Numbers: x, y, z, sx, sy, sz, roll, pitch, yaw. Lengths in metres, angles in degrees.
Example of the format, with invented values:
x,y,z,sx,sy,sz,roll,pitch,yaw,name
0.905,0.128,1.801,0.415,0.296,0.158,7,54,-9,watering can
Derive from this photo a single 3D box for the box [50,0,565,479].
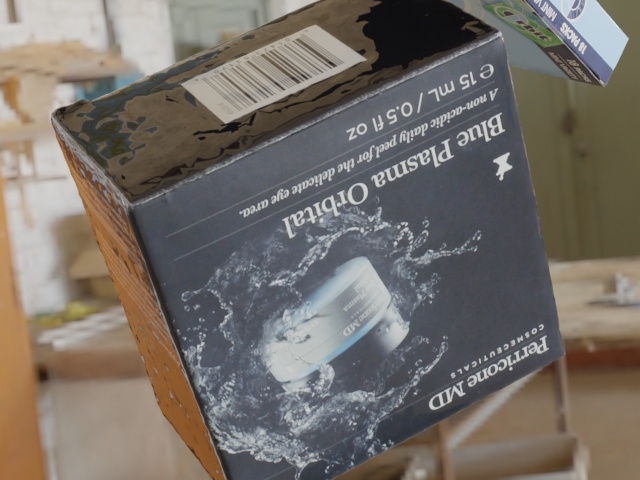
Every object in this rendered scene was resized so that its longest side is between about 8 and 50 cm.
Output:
x,y,z,sx,sy,sz,roll,pitch,yaw,name
0.000,0.000,0.631,0.156,0.158,0.093,-26,35,-15,box

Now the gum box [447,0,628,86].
x,y,z,sx,sy,sz,roll,pitch,yaw,name
0.085,-0.169,1.032,0.184,0.041,0.157,21,-11,43,gum box
